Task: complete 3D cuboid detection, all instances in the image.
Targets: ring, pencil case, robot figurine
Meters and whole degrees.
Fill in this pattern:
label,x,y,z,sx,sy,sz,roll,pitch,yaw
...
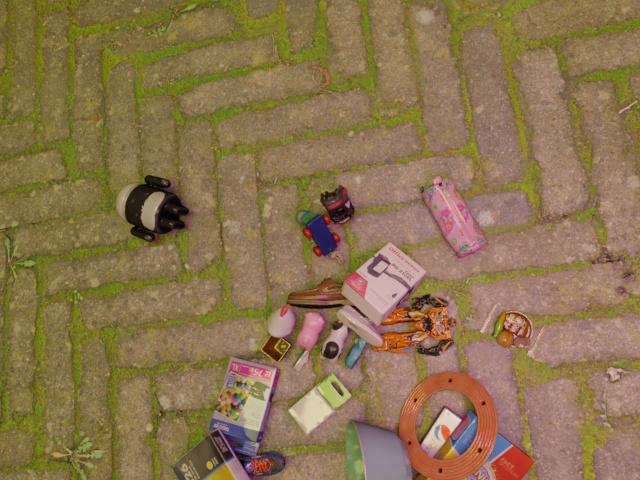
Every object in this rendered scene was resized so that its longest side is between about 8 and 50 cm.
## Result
label,x,y,z,sx,sy,sz,roll,pitch,yaw
ring,0.398,0.579,1.579,0.337,0.032,0.336,-29,40,28
pencil case,0.461,-0.083,1.736,0.124,0.124,0.284,-27,77,7
robot figurine,-0.660,-0.125,1.964,0.278,0.173,0.209,18,54,15
robot figurine,0.317,0.296,1.718,0.291,0.085,0.211,-8,78,11

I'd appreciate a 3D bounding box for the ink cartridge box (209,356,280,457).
label,x,y,z,sx,sy,sz,roll,pitch,yaw
ink cartridge box,-0.275,0.588,1.786,0.186,0.065,0.311,10,74,14

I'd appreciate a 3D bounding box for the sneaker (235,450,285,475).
label,x,y,z,sx,sy,sz,roll,pitch,yaw
sneaker,-0.231,0.790,1.752,0.221,0.087,0.083,-10,79,11

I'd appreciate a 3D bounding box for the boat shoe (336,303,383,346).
label,x,y,z,sx,sy,sz,roll,pitch,yaw
boat shoe,0.141,0.283,1.691,0.184,0.066,0.063,32,53,21

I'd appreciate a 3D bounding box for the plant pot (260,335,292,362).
label,x,y,z,sx,sy,sz,roll,pitch,yaw
plant pot,-0.150,0.384,1.806,0.082,0.083,0.081,34,89,16

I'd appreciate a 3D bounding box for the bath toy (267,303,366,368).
label,x,y,z,sx,sy,sz,roll,pitch,yaw
bath toy,-0.014,0.312,1.747,0.348,0.129,0.151,21,42,4

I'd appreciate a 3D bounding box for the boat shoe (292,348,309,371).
label,x,y,z,sx,sy,sz,roll,pitch,yaw
boat shoe,-0.060,0.427,1.809,0.035,0.035,0.100,35,85,-12

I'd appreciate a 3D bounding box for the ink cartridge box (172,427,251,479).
label,x,y,z,sx,sy,sz,roll,pitch,yaw
ink cartridge box,-0.374,0.858,1.730,0.307,0.072,0.303,-45,74,22

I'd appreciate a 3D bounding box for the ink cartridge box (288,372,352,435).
label,x,y,z,sx,sy,sz,roll,pitch,yaw
ink cartridge box,0.003,0.566,1.752,0.209,0.062,0.109,-42,75,3

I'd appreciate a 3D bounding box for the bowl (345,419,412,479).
label,x,y,z,sx,sy,sz,roll,pitch,yaw
bowl,0.186,0.725,1.587,0.163,0.311,0.311,-2,79,-7

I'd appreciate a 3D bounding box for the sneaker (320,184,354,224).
label,x,y,z,sx,sy,sz,roll,pitch,yaw
sneaker,0.064,-0.121,1.762,0.098,0.276,0.135,-21,94,7

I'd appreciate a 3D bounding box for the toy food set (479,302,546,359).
label,x,y,z,sx,sy,sz,roll,pitch,yaw
toy food set,0.644,0.298,1.670,0.192,0.038,0.132,26,87,15

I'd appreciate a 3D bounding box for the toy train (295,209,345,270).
label,x,y,z,sx,sy,sz,roll,pitch,yaw
toy train,0.000,0.000,1.830,0.105,0.248,0.143,-37,34,-12

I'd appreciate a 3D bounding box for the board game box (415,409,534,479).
label,x,y,z,sx,sy,sz,roll,pitch,yaw
board game box,0.475,0.738,1.580,0.242,0.064,0.316,38,89,-2

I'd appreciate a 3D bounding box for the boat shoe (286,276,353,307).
label,x,y,z,sx,sy,sz,roll,pitch,yaw
boat shoe,0.032,0.188,1.797,0.308,0.110,0.104,-1,76,2

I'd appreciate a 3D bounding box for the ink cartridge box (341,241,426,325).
label,x,y,z,sx,sy,sz,roll,pitch,yaw
ink cartridge box,0.216,0.142,1.703,0.172,0.100,0.237,41,61,20

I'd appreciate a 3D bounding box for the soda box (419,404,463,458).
label,x,y,z,sx,sy,sz,roll,pitch,yaw
soda box,0.381,0.656,1.651,0.074,0.069,0.216,33,89,15
